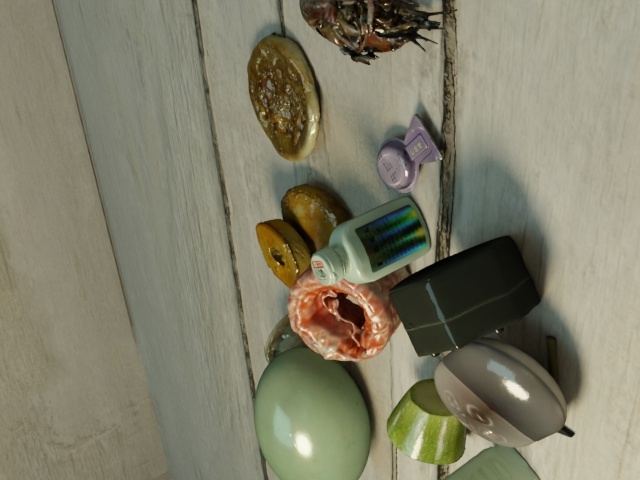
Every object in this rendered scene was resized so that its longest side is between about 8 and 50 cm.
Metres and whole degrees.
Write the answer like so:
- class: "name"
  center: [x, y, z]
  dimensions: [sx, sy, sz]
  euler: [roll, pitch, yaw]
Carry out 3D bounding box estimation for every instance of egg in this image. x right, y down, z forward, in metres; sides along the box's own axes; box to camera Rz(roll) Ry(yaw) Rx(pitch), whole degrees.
- class: "egg"
  center: [-0.020, 0.444, 2.086]
  dimensions: [0.276, 0.276, 0.389]
  euler: [5, 116, 59]

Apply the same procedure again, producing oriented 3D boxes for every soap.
- class: "soap"
  center: [0.307, 0.475, 1.636]
  dimensions: [0.114, 0.198, 0.063]
  euler: [49, 149, 23]

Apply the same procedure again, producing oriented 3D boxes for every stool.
- class: "stool"
  center: [0.239, 0.094, 1.431]
  dimensions: [0.232, 0.232, 0.141]
  euler: [-28, 85, 62]

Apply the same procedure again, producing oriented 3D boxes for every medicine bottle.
- class: "medicine bottle"
  center: [0.091, 0.011, 1.601]
  dimensions: [0.083, 0.229, 0.121]
  euler: [-15, 99, 61]

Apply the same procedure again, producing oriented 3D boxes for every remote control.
- class: "remote control"
  center: [0.313, 0.273, 1.526]
  dimensions: [0.221, 0.103, 0.332]
  euler: [38, 155, 8]

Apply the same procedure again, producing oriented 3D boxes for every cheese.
- class: "cheese"
  center: [0.154, -0.148, 1.566]
  dimensions: [0.105, 0.042, 0.191]
  euler: [60, 151, 6]

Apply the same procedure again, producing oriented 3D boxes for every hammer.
- class: "hammer"
  center: [0.407, 0.252, 1.483]
  dimensions: [0.062, 0.013, 0.199]
  euler: [24, 133, 51]

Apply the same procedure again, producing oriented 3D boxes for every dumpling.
- class: "dumpling"
  center: [-0.080, 0.278, 2.214]
  dimensions: [0.118, 0.136, 0.199]
  euler: [18, 138, 45]

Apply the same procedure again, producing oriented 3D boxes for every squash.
- class: "squash"
  center: [0.222, 0.362, 1.743]
  dimensions: [0.170, 0.170, 0.123]
  euler: [38, 130, 41]

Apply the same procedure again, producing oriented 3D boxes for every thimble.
- class: "thimble"
  center: [0.058, 0.121, 1.744]
  dimensions: [0.239, 0.162, 0.239]
  euler: [15, 127, 21]

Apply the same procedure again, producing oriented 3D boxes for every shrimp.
- class: "shrimp"
  center: [0.083, -0.373, 1.432]
  dimensions: [0.343, 0.116, 0.145]
  euler: [24, 155, 47]

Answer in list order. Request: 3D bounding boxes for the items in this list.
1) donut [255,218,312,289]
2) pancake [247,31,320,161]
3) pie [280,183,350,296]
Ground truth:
- class: "donut"
  center: [-0.077, 0.024, 1.942]
  dimensions: [0.178, 0.065, 0.162]
  euler: [48, 155, 33]
- class: "pancake"
  center: [-0.078, -0.299, 1.839]
  dimensions: [0.282, 0.049, 0.282]
  euler: [37, 139, 43]
- class: "pie"
  center: [0.001, 0.000, 1.915]
  dimensions: [0.273, 0.069, 0.273]
  euler: [40, 142, 41]
